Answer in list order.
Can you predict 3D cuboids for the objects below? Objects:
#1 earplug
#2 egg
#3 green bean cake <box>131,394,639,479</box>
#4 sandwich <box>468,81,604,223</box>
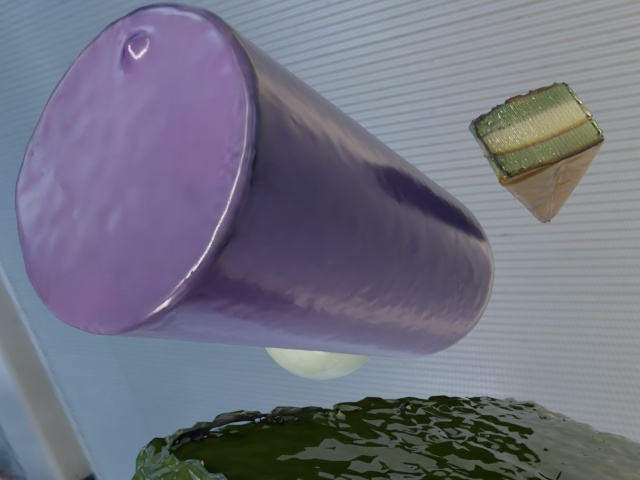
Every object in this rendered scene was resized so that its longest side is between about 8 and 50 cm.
[{"bbox_3d":[0.000,0.000,0.661,0.215,0.456,0.215,-11,71,33],"label":"earplug"},{"bbox_3d":[0.000,0.101,1.093,0.183,0.264,0.182,-1,84,6],"label":"egg"},{"bbox_3d":[0.102,0.208,0.319,0.319,0.335,0.218,18,97,53],"label":"green bean cake"},{"bbox_3d":[0.190,-0.067,0.785,0.163,0.113,0.079,100,147,-63],"label":"sandwich"}]
